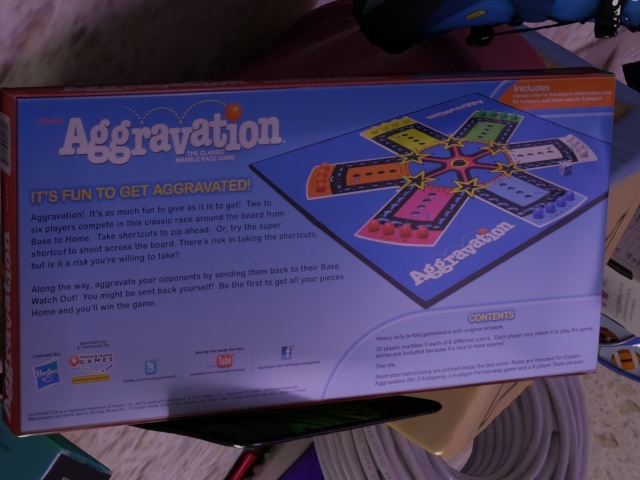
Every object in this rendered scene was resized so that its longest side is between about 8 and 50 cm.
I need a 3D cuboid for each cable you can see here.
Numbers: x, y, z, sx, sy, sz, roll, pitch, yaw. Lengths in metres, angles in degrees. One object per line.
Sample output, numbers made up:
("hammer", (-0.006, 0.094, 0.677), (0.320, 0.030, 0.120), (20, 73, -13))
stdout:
("cable", (0.108, 0.142, 1.463), (0.089, 0.257, 0.257), (-23, -151, 47))

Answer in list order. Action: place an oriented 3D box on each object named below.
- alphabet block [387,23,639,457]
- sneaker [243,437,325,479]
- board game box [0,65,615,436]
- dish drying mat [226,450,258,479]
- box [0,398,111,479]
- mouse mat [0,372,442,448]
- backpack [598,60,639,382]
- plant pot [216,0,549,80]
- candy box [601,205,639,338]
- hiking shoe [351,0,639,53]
("alphabet block", (0.077, -0.019, 1.132), (0.193, 0.192, 0.197), (-28, 147, -58))
("sneaker", (0.021, 0.214, 1.508), (0.293, 0.146, 0.102), (-52, 170, -21))
("board game box", (0.000, 0.000, 0.810), (0.281, 0.027, 0.145), (-4, 105, -23))
("dish drying mat", (-0.076, 0.202, 1.459), (0.083, 0.008, 0.032), (-57, 168, -2))
("box", (-0.208, 0.194, 0.916), (0.244, 0.060, 0.100), (-55, 166, -7))
("mouse mat", (-0.057, 0.073, 0.878), (0.152, 0.189, 0.007), (-4, 99, -50))
("backpack", (0.310, 0.005, 1.775), (0.277, 0.263, 0.213), (-61, 164, 21))
("plant pot", (0.002, -0.018, 0.926), (0.180, 0.201, 0.201), (-17, 141, -43))
("candy box", (0.216, -0.007, 1.507), (0.071, 0.233, 0.159), (-54, 166, -10))
("hiking shoe", (0.152, -0.120, 0.801), (0.304, 0.132, 0.113), (-17, -164, 31))
